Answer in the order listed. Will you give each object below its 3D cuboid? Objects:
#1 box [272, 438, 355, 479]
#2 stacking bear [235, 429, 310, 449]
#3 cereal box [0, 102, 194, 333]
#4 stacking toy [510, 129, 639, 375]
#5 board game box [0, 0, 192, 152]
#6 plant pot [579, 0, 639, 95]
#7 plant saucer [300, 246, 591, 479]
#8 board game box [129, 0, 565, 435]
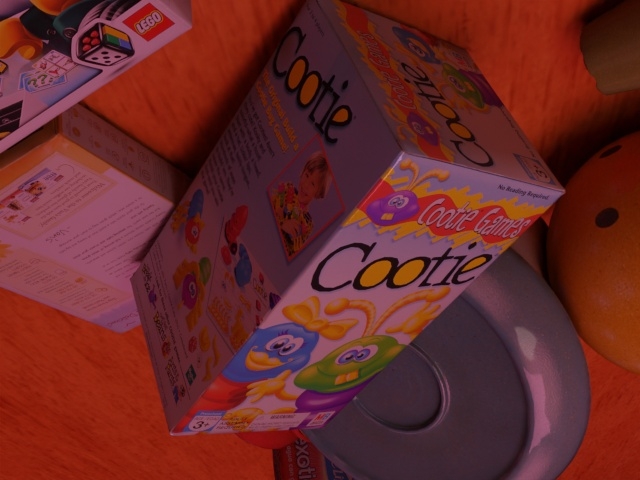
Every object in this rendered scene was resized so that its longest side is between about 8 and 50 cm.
[{"bbox_3d":[0.007,0.295,0.997,0.123,0.257,0.128,-3,149,-10],"label":"box"},{"bbox_3d":[0.019,0.159,0.879,0.289,0.175,0.164,-15,125,26],"label":"stacking bear"},{"bbox_3d":[-0.178,-0.006,0.629,0.173,0.047,0.240,-25,148,20],"label":"cereal box"},{"bbox_3d":[0.307,0.014,0.634,0.480,0.350,0.350,-8,154,27],"label":"stacking toy"},{"bbox_3d":[-0.247,-0.108,0.428,0.305,0.053,0.193,-26,147,24],"label":"board game box"},{"bbox_3d":[0.218,-0.133,0.527,0.079,0.083,0.083,-17,152,36],"label":"plant pot"},{"bbox_3d":[0.069,0.117,0.701,0.317,0.317,0.044,-41,179,41],"label":"plant saucer"},{"bbox_3d":[0.000,0.000,0.551,0.142,0.144,0.275,8,135,-38],"label":"board game box"}]
